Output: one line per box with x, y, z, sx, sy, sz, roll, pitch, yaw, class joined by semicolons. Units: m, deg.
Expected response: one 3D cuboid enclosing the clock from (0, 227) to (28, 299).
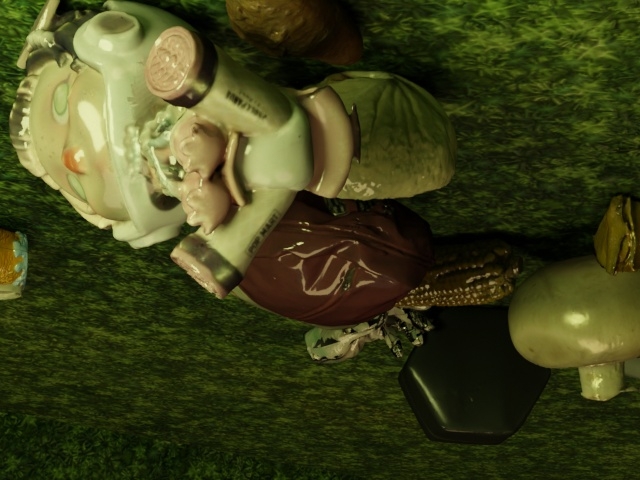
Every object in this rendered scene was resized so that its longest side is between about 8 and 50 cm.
-0.504;0.030;2.340;0.144;0.103;0.231;0;164;-13;clock

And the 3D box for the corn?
0.143;0.051;2.273;0.319;0.097;0.097;-4;160;31;corn

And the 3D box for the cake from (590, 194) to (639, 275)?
0.400;0.016;2.078;0.079;0.116;0.185;4;157;-3;cake

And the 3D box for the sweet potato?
-0.034;-0.227;1.471;0.114;0.092;0.341;-15;160;6;sweet potato

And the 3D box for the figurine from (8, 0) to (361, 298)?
-0.153;-0.100;1.558;0.211;0.253;0.361;-6;-162;-41;figurine

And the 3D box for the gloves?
0.080;0.129;2.510;0.212;0.111;0.127;-31;135;18;gloves

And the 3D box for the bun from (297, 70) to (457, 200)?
0.037;-0.117;1.716;0.220;0.134;0.220;2;-170;0;bun

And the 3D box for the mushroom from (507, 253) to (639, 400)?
0.384;0.119;2.196;0.246;0.202;0.246;-8;176;-1;mushroom

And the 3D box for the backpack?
0.000;0.000;1.963;0.283;0.197;0.317;13;170;-18;backpack

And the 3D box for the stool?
0.246;0.221;2.561;0.232;0.232;0.141;6;162;-4;stool

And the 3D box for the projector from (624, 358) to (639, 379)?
0.451;0.151;2.467;0.337;0.108;0.108;17;158;-34;projector
